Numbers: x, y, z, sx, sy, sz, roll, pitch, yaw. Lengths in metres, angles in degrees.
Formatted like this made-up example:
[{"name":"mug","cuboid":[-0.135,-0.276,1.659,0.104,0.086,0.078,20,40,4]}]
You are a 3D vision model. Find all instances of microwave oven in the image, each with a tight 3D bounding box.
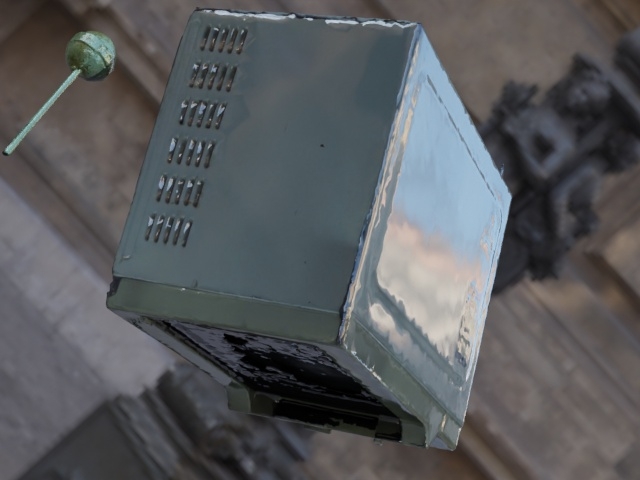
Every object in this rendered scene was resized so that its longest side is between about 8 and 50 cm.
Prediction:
[{"name":"microwave oven","cuboid":[0.000,0.000,1.240,0.218,0.286,0.355,7,-17,21]}]

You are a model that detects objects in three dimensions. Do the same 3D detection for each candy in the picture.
[{"name":"candy","cuboid":[-0.297,-0.162,1.688,0.061,0.202,0.061,22,-35,16]}]
